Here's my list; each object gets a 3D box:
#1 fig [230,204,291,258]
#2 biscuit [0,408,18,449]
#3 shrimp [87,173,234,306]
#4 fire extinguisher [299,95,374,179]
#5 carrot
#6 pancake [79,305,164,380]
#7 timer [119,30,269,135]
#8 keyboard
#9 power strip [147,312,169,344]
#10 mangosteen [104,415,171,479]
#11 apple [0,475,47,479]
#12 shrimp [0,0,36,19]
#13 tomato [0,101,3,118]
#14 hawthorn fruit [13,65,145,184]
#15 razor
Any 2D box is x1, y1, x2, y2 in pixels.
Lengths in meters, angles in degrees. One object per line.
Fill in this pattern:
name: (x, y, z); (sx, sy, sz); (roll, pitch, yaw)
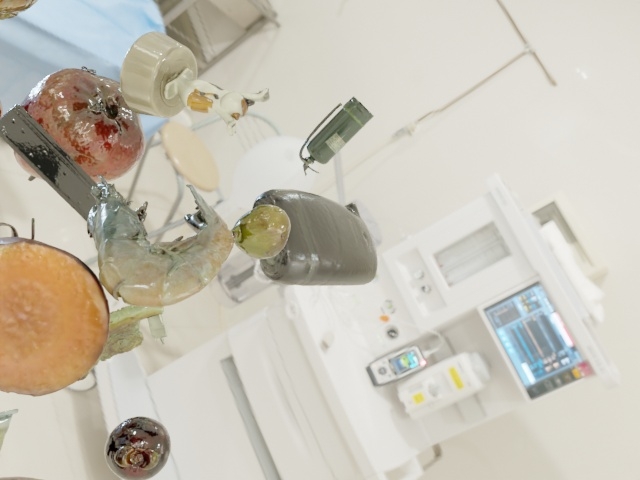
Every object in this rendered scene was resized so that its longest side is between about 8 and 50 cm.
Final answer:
fig: (-0.094, -0.012, 0.914); (0.098, 0.082, 0.084); (-1, 13, -29)
biscuit: (-0.778, 0.517, 1.394); (0.186, 0.079, 0.309); (11, 95, -60)
shrimp: (-0.215, -0.018, 0.850); (0.289, 0.178, 0.075); (-133, -144, -53)
fire extinguisher: (0.030, -0.316, 1.999); (0.118, 0.294, 0.093); (38, 17, -28)
carrot: (-0.426, 0.086, 0.884); (0.193, 0.331, 0.214); (-33, 104, -27)
pancake: (-0.584, 0.286, 1.830); (0.197, 0.376, 0.054); (20, 35, -51)
timer: (-0.252, -0.304, 1.310); (0.266, 0.175, 0.175); (24, 12, 18)
keyboard: (-0.540, -0.144, 1.340); (0.310, 0.018, 0.101); (51, 33, -28)
power strip: (-0.476, 0.215, 1.845); (0.030, 0.047, 0.191); (-76, 156, -73)
mangosteen: (-0.421, 0.480, 1.469); (0.152, 0.152, 0.152); (48, 22, -27)
apple: (-0.595, 0.604, 1.225); (0.301, 0.301, 0.302); (48, 22, -27)
shrimp: (-0.499, -0.271, 0.807); (0.169, 0.295, 0.058); (-101, 176, -75)
tomato: (-0.811, -0.324, 1.520); (0.156, 0.155, 0.069); (56, 29, -7)
hawthorn fruit: (-0.610, -0.242, 1.564); (0.285, 0.368, 0.285); (45, 26, -29)
razor: (0.001, -0.001, 1.356); (0.349, 0.113, 0.205); (6, 62, -53)
